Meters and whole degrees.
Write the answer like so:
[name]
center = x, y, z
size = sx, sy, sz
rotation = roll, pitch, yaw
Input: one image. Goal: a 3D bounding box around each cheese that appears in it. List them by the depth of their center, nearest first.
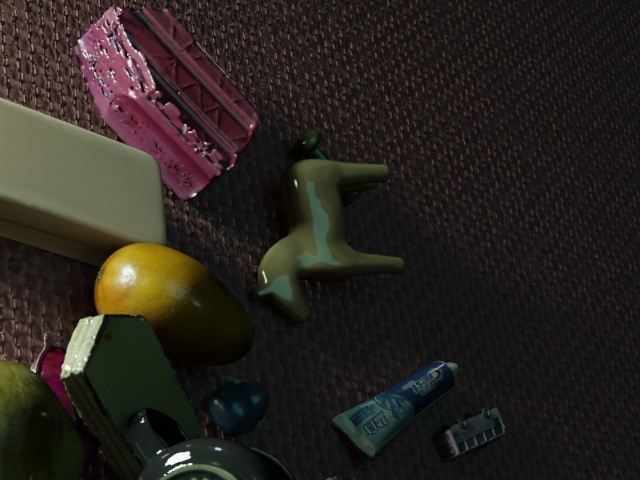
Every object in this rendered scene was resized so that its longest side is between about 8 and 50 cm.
[cheese]
center = -0.269, 0.219, 1.658
size = 0.155, 0.062, 0.244
rotation = 28, 51, -73

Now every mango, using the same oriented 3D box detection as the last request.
[mango]
center = -0.171, 0.079, 1.820
size = 0.221, 0.151, 0.120
rotation = 35, 79, -54

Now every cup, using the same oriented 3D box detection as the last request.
[cup]
center = -0.117, 0.268, 1.631
size = 0.223, 0.169, 0.176
rotation = 55, 10, 14

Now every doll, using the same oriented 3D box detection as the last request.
[doll]
center = -0.101, 0.198, 1.889
size = 0.083, 0.050, 0.076
rotation = -26, 80, -51

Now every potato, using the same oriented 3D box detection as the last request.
[potato]
center = -0.385, 0.196, 1.448
size = 0.351, 0.202, 0.218
rotation = 15, 41, -30

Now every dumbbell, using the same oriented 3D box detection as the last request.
[dumbbell]
center = 0.009, -0.101, 2.225
size = 0.118, 0.052, 0.046
rotation = 49, 51, -10

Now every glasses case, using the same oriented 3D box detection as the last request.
[glasses case]
center = -0.332, -0.072, 1.802
size = 0.336, 0.076, 0.144
rotation = 21, 50, -38

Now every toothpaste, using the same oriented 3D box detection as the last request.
[toothpaste]
center = 0.113, 0.219, 2.117
size = 0.268, 0.047, 0.069
rotation = -28, 99, -49

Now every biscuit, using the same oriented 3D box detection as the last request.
[biscuit]
center = -0.206, 0.177, 1.700
size = 0.150, 0.052, 0.252
rotation = -77, 153, -45

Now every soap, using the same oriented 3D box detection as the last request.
[soap]
center = -0.200, -0.195, 2.021
size = 0.250, 0.099, 0.162
rotation = 48, 38, -13

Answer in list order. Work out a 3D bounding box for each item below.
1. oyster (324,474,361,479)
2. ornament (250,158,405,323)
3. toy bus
[oyster]
center = 0.015, 0.347, 1.903
size = 0.177, 0.064, 0.125
rotation = 32, 57, -44
[ornament]
center = 0.000, 0.000, 2.109
size = 0.245, 0.061, 0.230
rotation = 1, 70, -33
[toy bus]
center = 0.211, 0.270, 2.192
size = 0.131, 0.037, 0.052
rotation = -13, 76, -51
